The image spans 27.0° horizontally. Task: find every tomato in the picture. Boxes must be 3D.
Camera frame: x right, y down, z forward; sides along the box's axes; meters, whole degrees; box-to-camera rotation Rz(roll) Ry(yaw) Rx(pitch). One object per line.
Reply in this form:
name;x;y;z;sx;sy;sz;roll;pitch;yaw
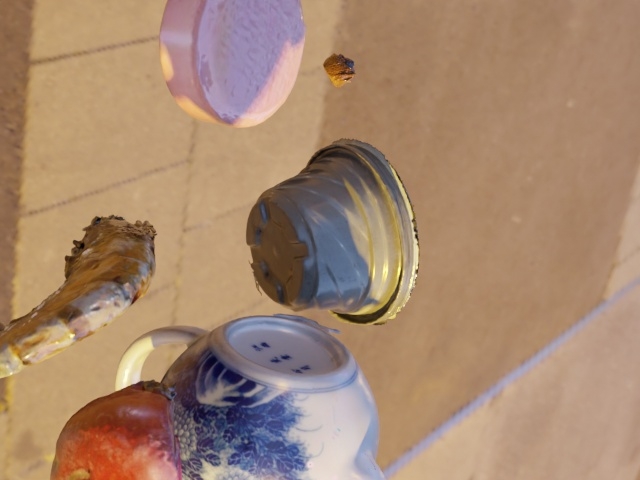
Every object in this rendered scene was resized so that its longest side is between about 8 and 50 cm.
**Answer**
tomato;-0.153;0.193;1.004;0.189;0.099;0.173;-157;-113;-82

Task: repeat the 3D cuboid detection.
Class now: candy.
candy;-0.117;-0.288;1.875;0.255;0.094;0.255;-22;118;-50

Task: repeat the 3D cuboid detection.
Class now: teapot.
teapot;-0.070;0.234;1.469;0.252;0.424;0.280;-16;127;-53

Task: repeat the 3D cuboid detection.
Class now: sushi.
sushi;0.032;-0.268;2.087;0.047;0.099;0.050;-30;116;4

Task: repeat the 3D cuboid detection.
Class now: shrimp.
shrimp;-0.267;0.057;1.335;0.233;0.365;0.071;-31;105;0

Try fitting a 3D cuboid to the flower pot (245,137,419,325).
flower pot;0.000;0.000;1.601;0.140;0.235;0.235;-13;124;-31
